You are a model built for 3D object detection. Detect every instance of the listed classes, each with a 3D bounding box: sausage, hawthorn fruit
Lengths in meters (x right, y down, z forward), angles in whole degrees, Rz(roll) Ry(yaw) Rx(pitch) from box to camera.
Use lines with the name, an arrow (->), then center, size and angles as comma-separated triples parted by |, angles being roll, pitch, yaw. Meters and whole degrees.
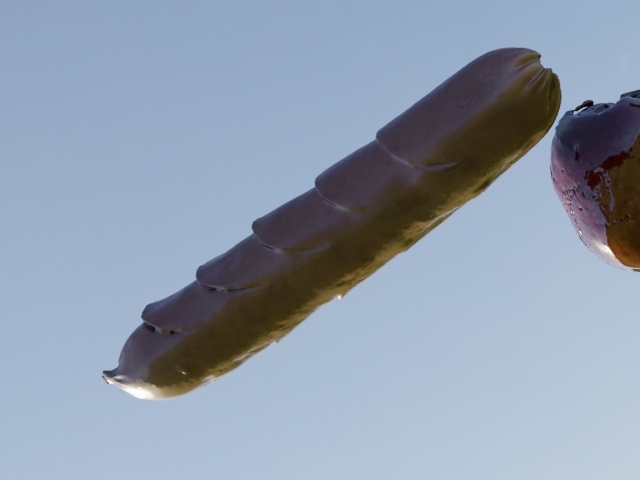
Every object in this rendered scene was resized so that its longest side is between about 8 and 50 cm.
sausage -> 0.001, 0.002, 1.141 | 0.433, 0.088, 0.088 | -36, -17, 26
hawthorn fruit -> 0.267, -0.040, 1.302 | 0.148, 0.148, 0.172 | -4, -94, -58
